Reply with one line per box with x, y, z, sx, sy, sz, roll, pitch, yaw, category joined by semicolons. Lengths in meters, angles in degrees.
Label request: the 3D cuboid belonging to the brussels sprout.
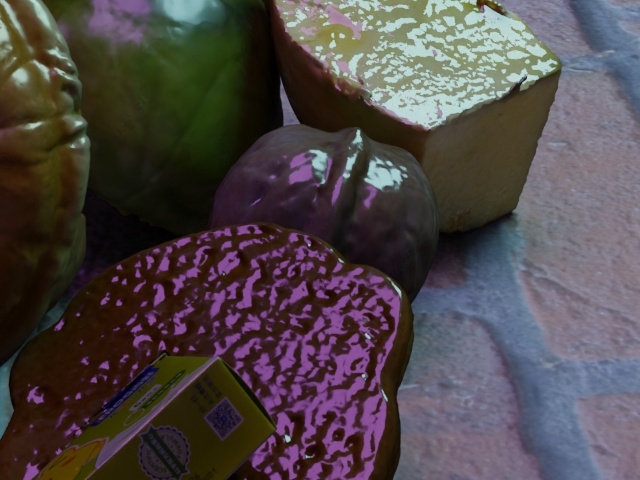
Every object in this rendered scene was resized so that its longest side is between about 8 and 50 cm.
-0.179;-0.156;1.893;0.268;0.344;0.344;-3;28;16;brussels sprout

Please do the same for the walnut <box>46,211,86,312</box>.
-0.332;-0.015;1.721;0.228;0.228;0.228;-1;30;1;walnut

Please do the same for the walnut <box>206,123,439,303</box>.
0.000;0.000;1.669;0.224;0.224;0.224;-1;30;1;walnut

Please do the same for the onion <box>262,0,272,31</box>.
-0.102;-0.376;2.301;0.146;0.280;0.314;-13;28;9;onion

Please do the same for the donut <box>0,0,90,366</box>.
-0.405;-0.071;1.533;0.449;0.448;0.198;5;8;12;donut

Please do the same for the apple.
0.082;-0.182;1.874;0.309;0.252;0.314;44;8;28;apple

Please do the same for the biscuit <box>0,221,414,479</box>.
-0.088;0.152;1.460;0.359;0.074;0.381;-15;53;5;biscuit

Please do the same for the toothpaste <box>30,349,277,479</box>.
-0.180;0.209;1.313;0.327;0.077;0.110;-43;17;-23;toothpaste
